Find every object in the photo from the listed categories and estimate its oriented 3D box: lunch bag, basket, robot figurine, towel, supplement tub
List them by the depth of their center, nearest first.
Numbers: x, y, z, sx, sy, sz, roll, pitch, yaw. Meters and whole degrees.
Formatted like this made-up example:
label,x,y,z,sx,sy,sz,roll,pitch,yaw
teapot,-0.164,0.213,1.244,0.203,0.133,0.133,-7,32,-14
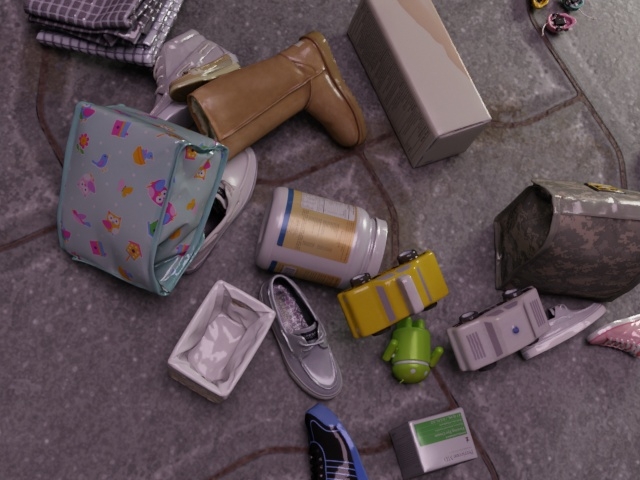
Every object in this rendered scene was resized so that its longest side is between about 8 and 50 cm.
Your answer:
label,x,y,z,sx,sy,sz,roll,pitch,yaw
lunch bag,-0.294,-0.063,1.596,0.223,0.160,0.262,22,104,22
basket,-0.164,0.168,1.623,0.113,0.103,0.167,31,65,0
supplement tub,0.000,0.000,1.704,0.199,0.144,0.144,15,67,-8
robot figurine,0.154,0.190,1.711,0.101,0.067,0.115,12,67,-22
lunch bag,0.456,-0.013,1.742,0.235,0.287,0.169,7,69,-10
towel,-0.366,-0.463,1.775,0.235,0.121,0.284,15,66,13

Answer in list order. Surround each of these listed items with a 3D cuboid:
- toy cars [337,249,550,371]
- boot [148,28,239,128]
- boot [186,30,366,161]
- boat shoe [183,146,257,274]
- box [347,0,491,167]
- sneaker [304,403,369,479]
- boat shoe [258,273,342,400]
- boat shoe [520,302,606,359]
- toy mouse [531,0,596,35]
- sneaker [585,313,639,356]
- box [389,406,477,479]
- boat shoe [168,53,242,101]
label,x,y,z,sx,sy,sz,roll,pitch,yaw
toy cars,0.222,0.118,1.658,0.393,0.087,0.176,19,83,-20
boot,-0.265,-0.269,1.781,0.123,0.095,0.258,36,57,8
boot,-0.073,-0.212,1.763,0.269,0.089,0.236,-35,106,-25
boat shoe,-0.184,-0.068,1.716,0.096,0.088,0.267,33,66,0
box,0.177,-0.309,1.865,0.121,0.148,0.311,-19,77,-20
sneaker,0.018,0.377,1.599,0.090,0.081,0.232,-21,77,-27
boat shoe,-0.032,0.159,1.670,0.079,0.081,0.227,-26,77,-21
boat shoe,0.426,0.148,1.800,0.184,0.066,0.063,-28,79,-11
toy mouse,0.494,-0.471,2.064,0.143,0.031,0.161,17,67,-7
sneaker,0.549,0.180,1.818,0.134,0.051,0.070,-13,68,-22
box,0.183,0.333,1.645,0.101,0.102,0.087,-11,75,-18
boat shoe,-0.203,-0.280,1.721,0.153,0.056,0.048,-29,73,-35
